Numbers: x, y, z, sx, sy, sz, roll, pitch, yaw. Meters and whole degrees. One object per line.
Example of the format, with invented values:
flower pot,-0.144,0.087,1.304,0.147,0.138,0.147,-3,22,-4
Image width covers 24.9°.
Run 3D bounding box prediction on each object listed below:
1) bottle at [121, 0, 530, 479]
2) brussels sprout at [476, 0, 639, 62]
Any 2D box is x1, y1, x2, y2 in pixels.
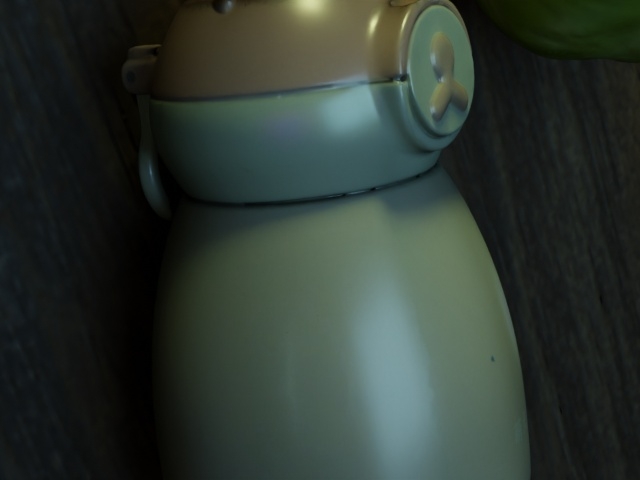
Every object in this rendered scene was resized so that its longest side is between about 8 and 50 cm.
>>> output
bottle,0.000,0.000,0.565,0.147,0.147,0.237,-15,105,-34
brussels sprout,0.138,-0.172,0.597,0.161,0.223,0.223,-2,99,-41
